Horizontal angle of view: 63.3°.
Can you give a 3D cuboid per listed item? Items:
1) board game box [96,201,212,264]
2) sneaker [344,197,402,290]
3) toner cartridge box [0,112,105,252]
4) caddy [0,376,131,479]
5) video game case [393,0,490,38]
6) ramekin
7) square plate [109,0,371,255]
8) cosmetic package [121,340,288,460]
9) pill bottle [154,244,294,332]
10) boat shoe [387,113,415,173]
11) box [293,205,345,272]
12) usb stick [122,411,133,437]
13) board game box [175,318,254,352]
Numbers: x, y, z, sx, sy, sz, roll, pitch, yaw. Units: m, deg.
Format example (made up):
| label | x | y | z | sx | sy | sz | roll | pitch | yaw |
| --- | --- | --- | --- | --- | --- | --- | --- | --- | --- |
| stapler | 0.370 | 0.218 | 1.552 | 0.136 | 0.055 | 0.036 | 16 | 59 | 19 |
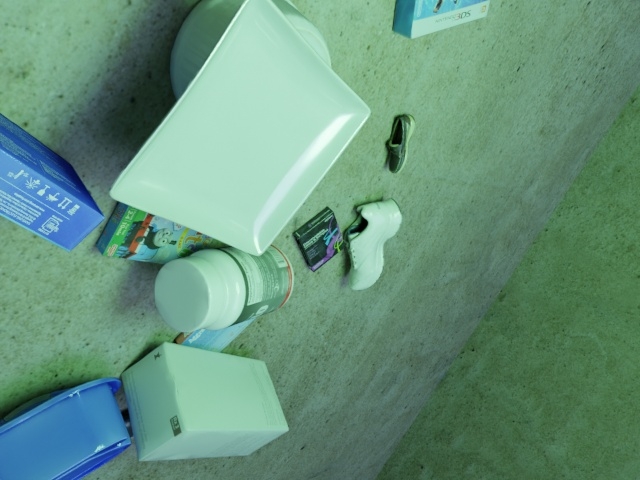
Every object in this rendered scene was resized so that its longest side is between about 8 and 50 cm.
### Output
| label | x | y | z | sx | sy | sz | roll | pitch | yaw |
| --- | --- | --- | --- | --- | --- | --- | --- | --- | --- |
| board game box | -0.292 | -0.030 | 0.994 | 0.211 | 0.039 | 0.160 | 14 | 114 | -53 |
| sneaker | 0.117 | 0.012 | 1.437 | 0.129 | 0.111 | 0.297 | -1 | 122 | -27 |
| toner cartridge box | -0.438 | -0.126 | 0.636 | 0.075 | 0.165 | 0.348 | -45 | 145 | -3 |
| caddy | -0.547 | 0.399 | 1.031 | 0.341 | 0.179 | 0.241 | -28 | 164 | -26 |
| video game case | 0.268 | -0.570 | 1.041 | 0.244 | 0.061 | 0.269 | -27 | 140 | -28 |
| ramekin | -0.101 | -0.276 | 0.879 | 0.273 | 0.127 | 0.272 | -28 | 141 | -26 |
| square plate | -0.108 | -0.157 | 0.834 | 0.344 | 0.049 | 0.347 | -51 | 145 | 8 |
| cosmetic package | -0.268 | 0.397 | 1.262 | 0.156 | 0.217 | 0.385 | -37 | 146 | 17 |
| pill bottle | -0.188 | 0.092 | 1.060 | 0.161 | 0.161 | 0.283 | -60 | 159 | 18 |
| boat shoe | 0.190 | -0.239 | 1.293 | 0.049 | 0.056 | 0.152 | -9 | 121 | -35 |
| box | 0.000 | 0.000 | 1.341 | 0.116 | 0.029 | 0.162 | -39 | 143 | -12 |
| usb stick | -0.520 | 0.466 | 1.231 | 0.278 | 0.045 | 0.077 | -14 | 134 | -38 |
| board game box | -0.213 | 0.177 | 1.290 | 0.281 | 0.027 | 0.145 | -43 | 147 | -6 |
